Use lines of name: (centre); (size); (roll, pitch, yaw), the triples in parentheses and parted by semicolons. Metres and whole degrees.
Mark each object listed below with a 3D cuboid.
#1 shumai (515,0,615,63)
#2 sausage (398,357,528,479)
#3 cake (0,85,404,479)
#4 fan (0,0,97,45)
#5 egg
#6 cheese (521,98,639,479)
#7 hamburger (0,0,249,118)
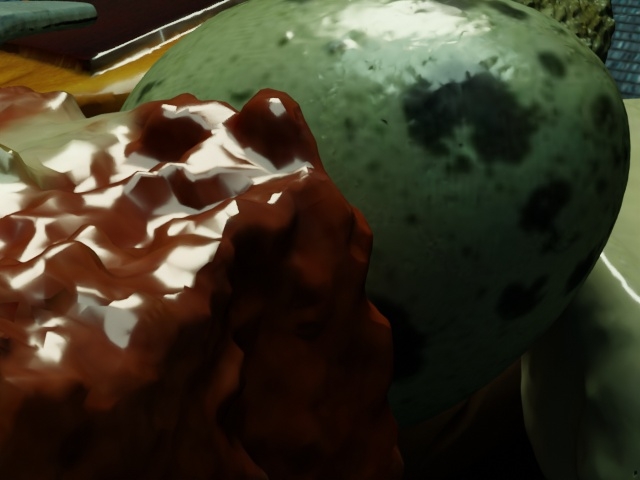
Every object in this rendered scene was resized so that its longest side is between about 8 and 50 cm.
shumai: (0.101, -0.171, 1.449); (0.222, 0.225, 0.260); (-39, 13, 31)
sausage: (0.048, 0.057, 0.864); (0.304, 0.121, 0.121); (-19, 24, -35)
cake: (-0.164, 0.106, 0.563); (0.319, 0.270, 0.269); (6, 22, 30)
fan: (-0.142, -0.063, 0.603); (0.057, 0.023, 0.282); (2, 13, 10)
egg: (0.016, -0.014, 0.678); (0.228, 0.177, 0.177); (-19, 7, 39)
cheese: (0.242, 0.049, 0.755); (0.326, 0.115, 0.318); (18, 36, 13)
hamburger: (-0.078, -0.032, 0.984); (0.291, 0.225, 0.291); (-11, 20, 4)
